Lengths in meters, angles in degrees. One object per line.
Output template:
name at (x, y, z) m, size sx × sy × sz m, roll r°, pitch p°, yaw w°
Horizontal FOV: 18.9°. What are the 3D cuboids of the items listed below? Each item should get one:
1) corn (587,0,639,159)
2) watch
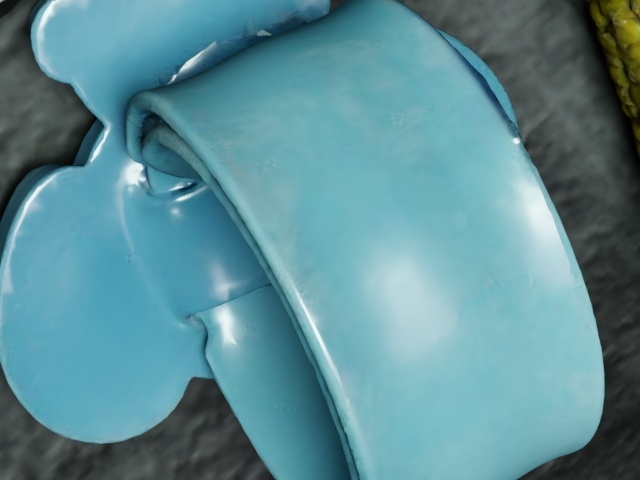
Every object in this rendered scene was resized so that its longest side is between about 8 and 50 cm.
corn at (0.168, -0.053, 0.742) m, size 0.101 × 0.101 × 0.310 m, roll -29°, pitch 118°, yaw -12°
watch at (0.000, 0.000, 0.630) m, size 0.211 × 0.193 × 0.211 m, roll -10°, pitch 113°, yaw -23°
